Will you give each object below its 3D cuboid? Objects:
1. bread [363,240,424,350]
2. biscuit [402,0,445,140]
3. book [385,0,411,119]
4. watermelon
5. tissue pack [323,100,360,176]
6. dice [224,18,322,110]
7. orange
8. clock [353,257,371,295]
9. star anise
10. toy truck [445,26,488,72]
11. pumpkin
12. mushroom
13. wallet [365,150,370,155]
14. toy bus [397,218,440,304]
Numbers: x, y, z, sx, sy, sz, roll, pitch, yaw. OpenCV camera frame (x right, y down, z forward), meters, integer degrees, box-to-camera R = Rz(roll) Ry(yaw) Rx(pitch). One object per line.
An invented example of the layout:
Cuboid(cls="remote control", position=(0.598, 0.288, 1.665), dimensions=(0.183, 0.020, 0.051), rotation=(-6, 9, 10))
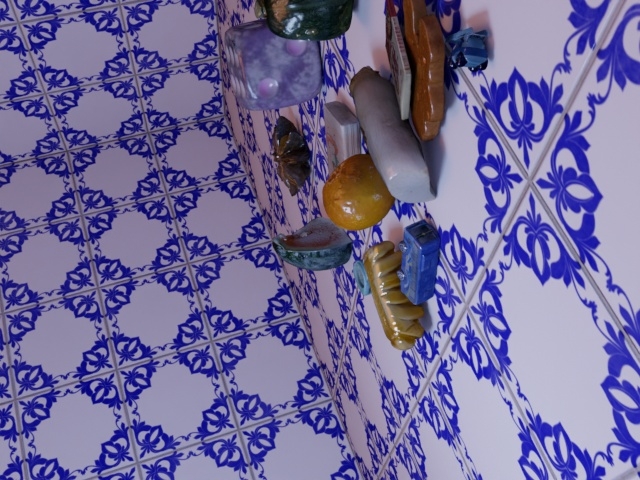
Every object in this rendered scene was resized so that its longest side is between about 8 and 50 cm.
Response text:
Cuboid(cls="bread", position=(0.214, 0.155, 2.036), dimensions=(0.173, 0.121, 0.311), rotation=(138, 116, -79))
Cuboid(cls="biscuit", position=(0.224, -0.358, 1.531), dimensions=(0.333, 0.047, 0.202), rotation=(81, 174, -47))
Cuboid(cls="book", position=(0.174, -0.413, 1.627), dimensions=(0.162, 0.022, 0.231), rotation=(80, -177, -62))
Cuboid(cls="watermelon", position=(0.000, 0.000, 2.640), dimensions=(0.290, 0.320, 0.213), rotation=(-14, 63, 47))
Cuboid(cls="tissue pack", position=(0.071, -0.260, 2.266), dimensions=(0.170, 0.071, 0.325), rotation=(-123, 22, -48))
Cuboid(cls="dice", position=(-0.159, -0.593, 2.396), dimensions=(0.270, 0.272, 0.270), rotation=(-133, 30, -64))
Cuboid(cls="orange", position=(0.107, -0.130, 1.972), dimensions=(0.193, 0.219, 0.219), rotation=(32, 160, 4))
Cuboid(cls="clock", position=(0.151, 0.113, 2.421), dimensions=(0.147, 0.045, 0.108), rotation=(99, 152, -58))
Cuboid(cls="star anise", position=(-0.118, -0.338, 2.877), dimensions=(0.332, 0.118, 0.331), rotation=(168, 90, -69))
Cuboid(cls="toy truck", position=(0.271, -0.357, 1.362), dimensions=(0.136, 0.063, 0.074), rotation=(-152, 67, -74))
Cuboid(cls="pumpkin", position=(-0.041, -0.671, 1.855), dimensions=(0.196, 0.264, 0.293), rotation=(95, 153, -47))
Cuboid(cls="mushroom", position=(0.161, -0.280, 1.743), dimensions=(0.177, 0.126, 0.396), rotation=(40, -152, -63))
Cuboid(cls="wallet", position=(0.163, -0.186, 2.089), dimensions=(0.082, 0.018, 0.156), rotation=(134, 119, -74))
Cuboid(cls="toy bus", position=(0.259, 0.058, 1.863), dimensions=(0.094, 0.079, 0.236), rotation=(43, 150, 36))
